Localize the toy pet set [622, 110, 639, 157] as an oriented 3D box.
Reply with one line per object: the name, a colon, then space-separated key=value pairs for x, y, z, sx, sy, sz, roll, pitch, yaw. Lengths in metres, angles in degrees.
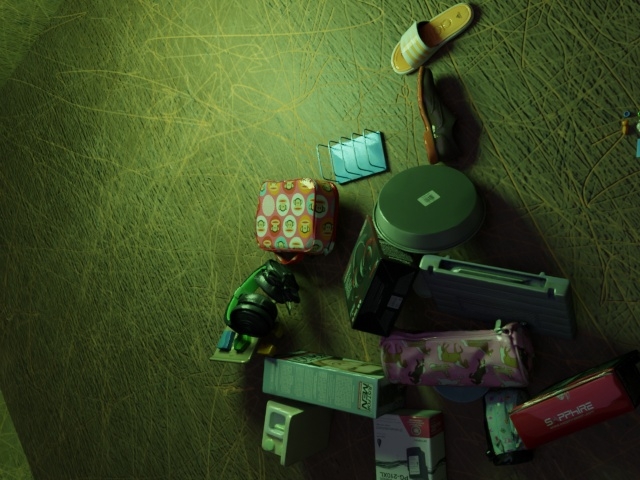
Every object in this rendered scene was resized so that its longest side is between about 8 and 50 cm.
toy pet set: x=0.754 y=-0.247 z=1.491 sx=0.122 sy=0.065 sz=0.114 roll=5 pitch=92 yaw=33

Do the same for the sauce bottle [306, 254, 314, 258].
sauce bottle: x=0.000 y=0.000 z=1.980 sx=0.042 sy=0.042 sz=0.128 roll=46 pitch=114 yaw=24

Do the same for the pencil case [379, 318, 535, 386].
pencil case: x=0.340 y=0.289 z=1.646 sx=0.386 sy=0.160 sz=0.167 roll=-9 pitch=85 yaw=33

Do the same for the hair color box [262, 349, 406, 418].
hair color box: x=0.039 y=0.404 z=1.862 sx=0.374 sy=0.185 sz=0.113 roll=5 pitch=91 yaw=32

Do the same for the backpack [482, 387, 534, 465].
backpack: x=0.472 y=0.464 z=1.624 sx=0.115 sy=0.152 sz=0.182 roll=-15 pitch=69 yaw=26

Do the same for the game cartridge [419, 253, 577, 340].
game cartridge: x=0.438 y=0.138 z=1.600 sx=0.355 sy=0.230 sz=0.068 roll=11 pitch=64 yaw=32

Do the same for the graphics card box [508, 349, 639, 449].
graphics card box: x=0.578 y=0.338 z=1.413 sx=0.233 sy=0.371 sz=0.094 roll=-33 pitch=72 yaw=26

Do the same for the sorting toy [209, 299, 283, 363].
sorting toy: x=-0.216 y=0.274 z=1.992 sx=0.307 sy=0.041 sz=0.229 roll=-8 pitch=48 yaw=50

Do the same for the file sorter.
file sorter: x=0.089 y=-0.245 z=1.890 sx=0.170 sy=0.104 sz=0.118 roll=-14 pitch=82 yaw=31

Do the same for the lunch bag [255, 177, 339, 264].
lunch bag: x=-0.078 y=-0.055 z=1.951 sx=0.293 sy=0.120 sz=0.258 roll=5 pitch=91 yaw=49

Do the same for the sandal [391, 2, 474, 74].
sandal: x=0.291 y=-0.568 z=1.783 sx=0.265 sy=0.076 sz=0.102 roll=-34 pitch=72 yaw=27

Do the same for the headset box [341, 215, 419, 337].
headset box: x=0.151 y=0.084 z=1.748 sx=0.110 sy=0.293 sz=0.218 roll=16 pitch=115 yaw=-12

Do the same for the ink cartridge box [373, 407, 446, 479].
ink cartridge box: x=0.245 y=0.588 z=1.778 sx=0.172 sy=0.100 sz=0.237 roll=-5 pitch=87 yaw=33

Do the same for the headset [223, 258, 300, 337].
headset: x=-0.176 y=0.150 z=1.894 sx=0.243 sy=0.185 sz=0.394 roll=-56 pitch=24 yaw=-20

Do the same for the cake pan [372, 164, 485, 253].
cake pan: x=0.279 y=-0.093 z=1.688 sx=0.293 sy=0.054 sz=0.293 roll=-7 pitch=48 yaw=8

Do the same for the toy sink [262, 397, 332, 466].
toy sink: x=-0.083 y=0.547 z=1.909 sx=0.131 sy=0.234 sz=0.152 roll=9 pitch=95 yaw=32

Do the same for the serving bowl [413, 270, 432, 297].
serving bowl: x=0.297 y=0.116 z=1.796 sx=0.083 sy=0.027 sz=0.083 roll=0 pitch=90 yaw=32

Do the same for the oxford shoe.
oxford shoe: x=0.321 y=-0.345 z=1.766 sx=0.098 sy=0.097 sz=0.271 roll=-10 pitch=88 yaw=12

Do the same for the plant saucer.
plant saucer: x=0.376 y=0.332 z=1.737 sx=0.195 sy=0.037 sz=0.195 roll=-1 pitch=88 yaw=32
